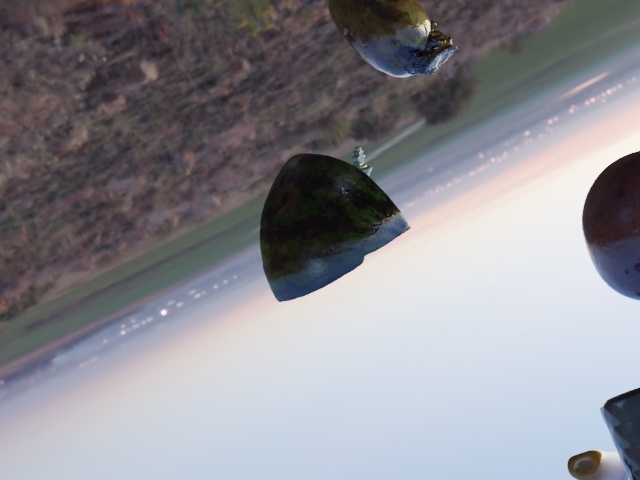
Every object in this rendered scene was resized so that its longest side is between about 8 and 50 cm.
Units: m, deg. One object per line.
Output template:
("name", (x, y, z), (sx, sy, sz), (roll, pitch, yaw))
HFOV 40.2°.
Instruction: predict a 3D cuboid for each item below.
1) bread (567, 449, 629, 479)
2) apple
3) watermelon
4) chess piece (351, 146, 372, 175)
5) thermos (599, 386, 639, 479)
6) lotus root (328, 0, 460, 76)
("bread", (0.666, 0.534, 2.058), (0.093, 0.073, 0.239), (-31, 150, 30))
("apple", (0.658, -0.028, 1.733), (0.306, 0.305, 0.235), (-26, 180, -28))
("watermelon", (-0.007, -0.008, 1.093), (0.145, 0.193, 0.137), (-40, 148, -28))
("chess piece", (0.059, -0.068, 1.321), (0.059, 0.149, 0.059), (-6, -162, 2))
("thermos", (0.562, 0.374, 1.397), (0.145, 0.286, 0.182), (-31, 156, 33))
("lotus root", (0.111, -0.402, 1.626), (0.141, 0.314, 0.169), (-49, 160, 4))
